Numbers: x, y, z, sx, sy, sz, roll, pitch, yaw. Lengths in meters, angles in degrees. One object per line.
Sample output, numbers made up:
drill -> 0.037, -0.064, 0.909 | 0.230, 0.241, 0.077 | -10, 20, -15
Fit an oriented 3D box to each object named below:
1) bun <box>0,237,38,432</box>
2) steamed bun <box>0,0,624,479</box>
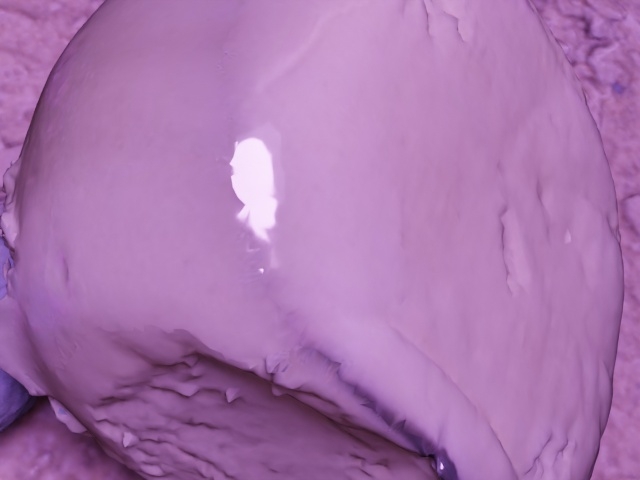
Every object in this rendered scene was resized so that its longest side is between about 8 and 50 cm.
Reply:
bun -> -0.210, 0.055, 0.592 | 0.141, 0.083, 0.140 | 6, 53, -9
steamed bun -> 0.000, 0.000, 0.578 | 0.333, 0.233, 0.312 | 57, 42, -29
